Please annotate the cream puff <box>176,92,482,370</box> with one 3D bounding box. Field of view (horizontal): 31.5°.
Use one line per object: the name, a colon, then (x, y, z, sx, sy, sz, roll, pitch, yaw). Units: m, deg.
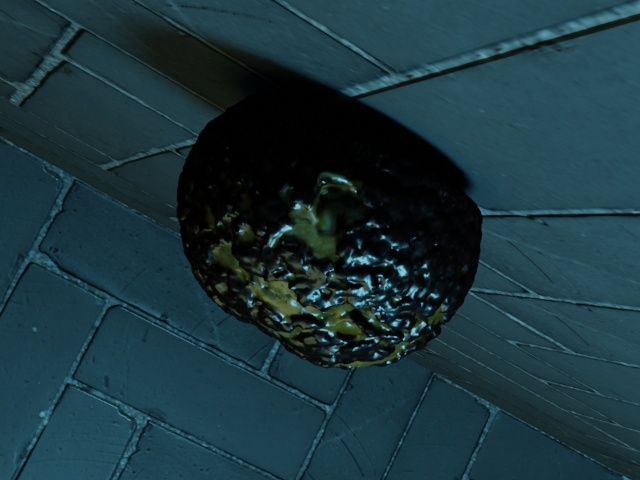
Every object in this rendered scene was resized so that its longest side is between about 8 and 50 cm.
cream puff: (0.000, 0.000, 0.849, 0.239, 0.165, 0.239, 29, 172, 5)
